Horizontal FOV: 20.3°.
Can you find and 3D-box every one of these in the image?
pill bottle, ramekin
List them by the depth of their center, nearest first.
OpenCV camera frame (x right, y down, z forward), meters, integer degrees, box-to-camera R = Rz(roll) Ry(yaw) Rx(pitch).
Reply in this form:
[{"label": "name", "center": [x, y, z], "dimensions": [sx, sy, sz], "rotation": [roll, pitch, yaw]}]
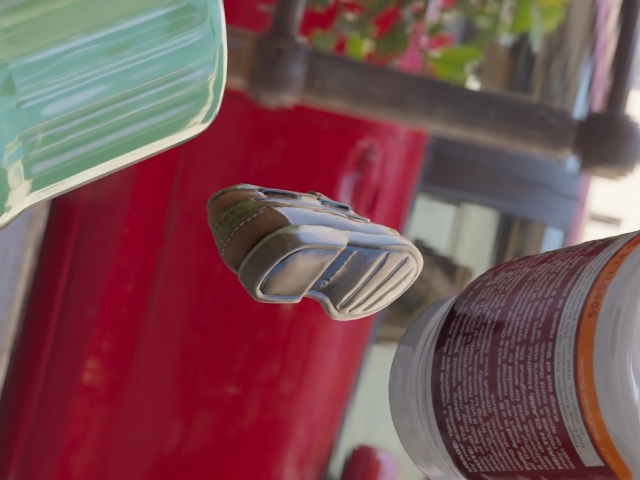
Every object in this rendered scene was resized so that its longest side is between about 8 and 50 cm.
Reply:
[{"label": "ramekin", "center": [-0.163, -0.164, 0.925], "dimensions": [0.303, 0.148, 0.303], "rotation": [160, -90, -75]}, {"label": "pill bottle", "center": [0.221, 0.112, 1.421], "dimensions": [0.392, 0.224, 0.224], "rotation": [-17, -121, 65]}]

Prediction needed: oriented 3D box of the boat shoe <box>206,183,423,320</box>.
[{"label": "boat shoe", "center": [0.000, 0.000, 1.726], "dimensions": [0.111, 0.104, 0.307], "rotation": [-45, 156, 12]}]
